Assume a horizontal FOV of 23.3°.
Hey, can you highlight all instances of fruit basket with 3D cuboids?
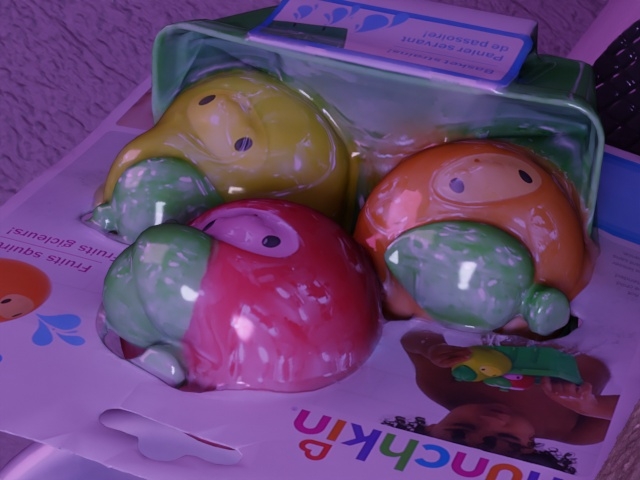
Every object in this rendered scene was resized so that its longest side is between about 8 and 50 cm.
[{"bbox_3d":[0.000,0.000,0.722,0.353,0.327,0.165,-46,-35,-59],"label":"fruit basket"}]

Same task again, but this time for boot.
[{"bbox_3d":[0.274,-0.149,1.008,0.246,0.083,0.161,-45,-5,19],"label":"boot"}]

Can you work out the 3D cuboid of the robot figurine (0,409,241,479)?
[{"bbox_3d":[-0.078,0.175,0.819,0.300,0.199,0.353,-15,1,2],"label":"robot figurine"}]

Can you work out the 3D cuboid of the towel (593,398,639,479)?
[{"bbox_3d":[0.122,0.064,0.494,0.148,0.027,0.110,-52,0,-37],"label":"towel"}]
